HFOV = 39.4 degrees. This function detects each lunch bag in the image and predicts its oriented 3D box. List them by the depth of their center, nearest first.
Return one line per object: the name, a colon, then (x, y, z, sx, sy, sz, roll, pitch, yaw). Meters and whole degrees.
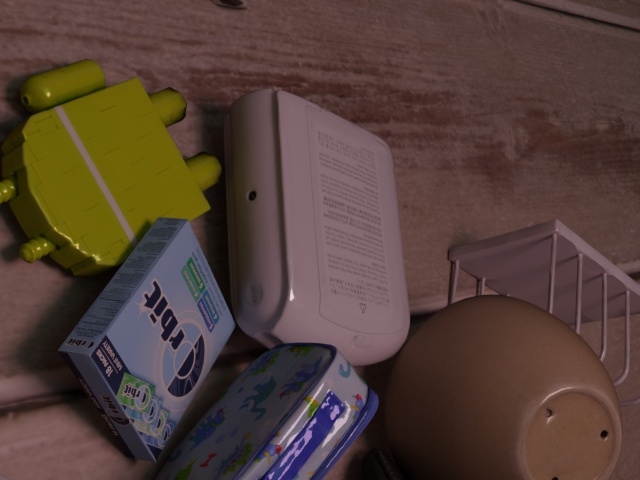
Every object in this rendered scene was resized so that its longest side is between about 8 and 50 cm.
lunch bag: (-0.055, 0.201, 0.871, 0.090, 0.176, 0.219, 49, 62, -15)

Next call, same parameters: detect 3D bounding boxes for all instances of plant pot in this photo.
plant pot: (0.243, 0.216, 1.059, 0.284, 0.191, 0.284, -1, 94, -19)

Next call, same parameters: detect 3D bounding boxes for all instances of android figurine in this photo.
android figurine: (-0.219, -0.066, 0.929, 0.273, 0.056, 0.248, -40, 104, -49)

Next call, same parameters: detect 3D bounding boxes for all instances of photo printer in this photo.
photo printer: (0.000, 0.000, 1.078, 0.256, 0.107, 0.308, 17, 62, -49)

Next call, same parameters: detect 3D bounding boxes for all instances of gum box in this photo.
gum box: (-0.162, 0.095, 0.886, 0.184, 0.041, 0.157, -60, 143, -41)

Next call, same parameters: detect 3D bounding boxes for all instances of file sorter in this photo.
file sorter: (0.343, 0.124, 1.330, 0.277, 0.192, 0.173, 32, 56, -33)

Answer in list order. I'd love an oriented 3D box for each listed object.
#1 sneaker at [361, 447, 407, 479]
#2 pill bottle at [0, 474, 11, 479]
sneaker: (0.078, 0.394, 1.001, 0.122, 0.146, 0.331, 55, 12, -50)
pill bottle: (-0.292, 0.278, 0.672, 0.108, 0.108, 0.194, 47, 46, -22)
